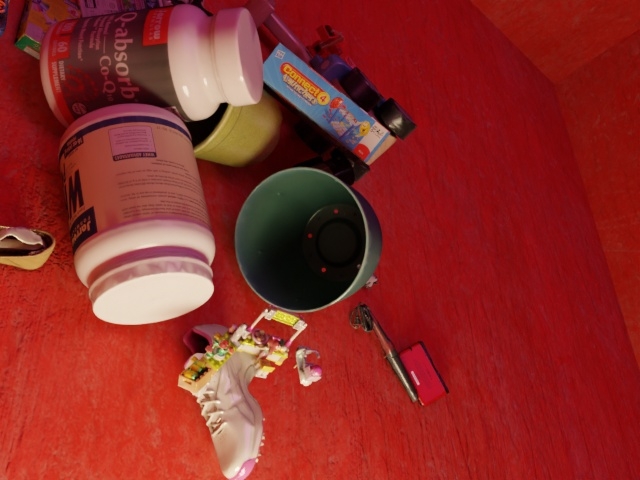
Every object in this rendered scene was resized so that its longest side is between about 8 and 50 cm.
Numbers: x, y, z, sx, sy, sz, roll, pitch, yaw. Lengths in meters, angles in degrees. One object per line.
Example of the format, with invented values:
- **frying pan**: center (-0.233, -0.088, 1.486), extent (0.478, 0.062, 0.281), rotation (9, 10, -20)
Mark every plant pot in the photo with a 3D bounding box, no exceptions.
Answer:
- **plant pot**: center (0.000, 0.000, 1.809), extent (0.293, 0.293, 0.235), rotation (64, 19, 11)
- **plant pot**: center (-0.219, -0.269, 1.787), extent (0.254, 0.276, 0.276), rotation (23, 44, -59)

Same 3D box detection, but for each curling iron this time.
- **curling iron**: center (0.153, 0.266, 2.007), extent (0.068, 0.035, 0.274), rotation (-39, 101, -36)

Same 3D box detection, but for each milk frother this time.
- **milk frother**: center (0.002, -0.128, 2.090), extent (0.135, 0.129, 0.143), rotation (-24, 115, -24)

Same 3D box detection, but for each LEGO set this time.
- **LEGO set**: center (-0.116, 0.182, 1.468), extent (0.287, 0.107, 0.132), rotation (5, 49, -41)

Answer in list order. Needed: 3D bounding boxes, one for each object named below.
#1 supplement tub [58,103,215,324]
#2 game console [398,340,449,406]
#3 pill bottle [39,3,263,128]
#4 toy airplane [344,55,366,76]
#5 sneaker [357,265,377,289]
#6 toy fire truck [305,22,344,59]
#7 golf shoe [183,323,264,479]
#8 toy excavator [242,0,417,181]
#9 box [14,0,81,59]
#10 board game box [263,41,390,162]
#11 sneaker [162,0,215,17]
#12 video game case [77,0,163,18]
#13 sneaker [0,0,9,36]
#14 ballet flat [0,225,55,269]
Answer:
- **supplement tub**: center (-0.312, -0.043, 1.457), extent (0.235, 0.235, 0.324), rotation (14, 52, -48)
- **game console**: center (0.248, 0.328, 2.094), extent (0.124, 0.085, 0.144), rotation (-24, 81, -28)
- **pill bottle**: center (-0.300, -0.316, 1.548), extent (0.210, 0.363, 0.210), rotation (-5, 90, -79)
- **toy airplane**: center (0.104, -0.492, 2.592), extent (0.151, 0.028, 0.151), rotation (33, 39, -31)
- **sneaker**: center (0.122, 0.083, 2.119), extent (0.069, 0.038, 0.098), rotation (44, 44, -22)
- **toy fire truck**: center (0.021, -0.564, 2.442), extent (0.192, 0.135, 0.047), rotation (-19, 78, -57)
- **golf shoe**: center (-0.180, 0.277, 1.493), extent (0.140, 0.115, 0.306), rotation (22, 38, -31)
- **toy excavator**: center (-0.008, -0.426, 2.252), extent (0.433, 0.222, 0.445), rotation (35, 19, -39)
- **box**: center (-0.532, -0.425, 1.670), extent (0.105, 0.043, 0.179), rotation (30, 43, -35)
- **board game box**: center (0.004, -0.298, 1.925), extent (0.302, 0.086, 0.308), rotation (39, 3, -3)
- **sneaker**: center (-0.317, -0.489, 1.954), extent (0.130, 0.147, 0.330), rotation (-8, 49, -27)
- **video game case**: center (-0.415, -0.456, 1.807), extent (0.183, 0.023, 0.201), rotation (-3, 63, -27)
- **sneaker**: center (-0.605, -0.466, 1.562), extent (0.083, 0.087, 0.221), rotation (18, 49, -44)
- **ballet flat**: center (-0.514, -0.004, 1.302), extent (0.232, 0.073, 0.080), rotation (7, 57, -51)
